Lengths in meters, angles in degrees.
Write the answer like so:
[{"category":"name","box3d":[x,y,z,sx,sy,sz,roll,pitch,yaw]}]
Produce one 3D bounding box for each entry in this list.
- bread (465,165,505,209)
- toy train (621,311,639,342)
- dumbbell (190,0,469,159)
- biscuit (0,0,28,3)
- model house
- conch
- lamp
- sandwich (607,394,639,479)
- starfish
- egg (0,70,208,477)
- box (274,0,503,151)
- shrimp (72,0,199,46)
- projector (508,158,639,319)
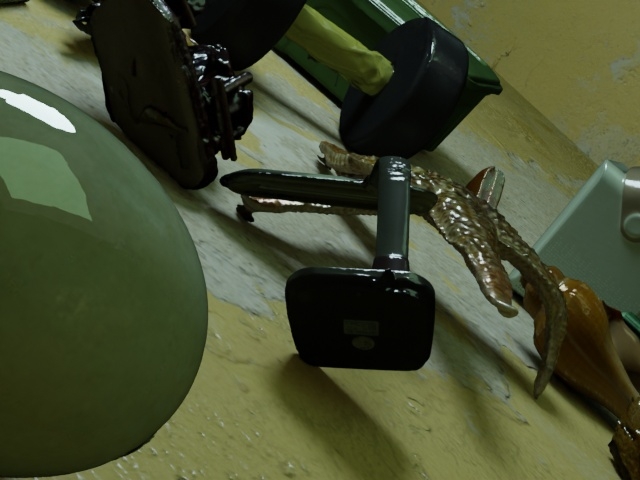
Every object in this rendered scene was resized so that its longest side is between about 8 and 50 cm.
[{"category":"bread","box3d":[0.219,-0.052,1.936,0.043,0.109,0.062,35,-28,-24]},{"category":"toy train","box3d":[0.387,0.155,1.622,0.170,0.111,0.071,44,13,19]},{"category":"dumbbell","box3d":[0.013,-0.256,1.783,0.322,0.204,0.204,31,17,-23]},{"category":"biscuit","box3d":[-0.380,-0.310,1.375,0.199,0.040,0.121,39,18,1]},{"category":"model house","box3d":[-0.123,-0.173,1.297,0.141,0.203,0.164,11,30,34]},{"category":"conch","box3d":[0.316,0.149,1.551,0.330,0.093,0.109,59,27,6]},{"category":"lamp","box3d":[0.000,-0.007,1.170,0.203,0.124,0.283,1,33,4]},{"category":"sandwich","box3d":[0.436,0.293,1.380,0.273,0.095,0.249,32,20,-23]},{"category":"starfish","box3d":[0.102,-0.002,1.442,0.398,0.132,0.384,38,20,13]},{"category":"egg","box3d":[-0.170,0.012,0.668,0.253,0.186,0.186,38,15,-15]},{"category":"box","box3d":[0.091,-0.281,2.076,0.328,0.178,0.253,44,18,14]},{"category":"shrimp","box3d":[-0.172,-0.203,1.500,0.178,0.075,0.289,42,3,4]},{"category":"projector","box3d":[0.381,0.020,1.744,0.177,0.242,0.163,41,14,15]}]
